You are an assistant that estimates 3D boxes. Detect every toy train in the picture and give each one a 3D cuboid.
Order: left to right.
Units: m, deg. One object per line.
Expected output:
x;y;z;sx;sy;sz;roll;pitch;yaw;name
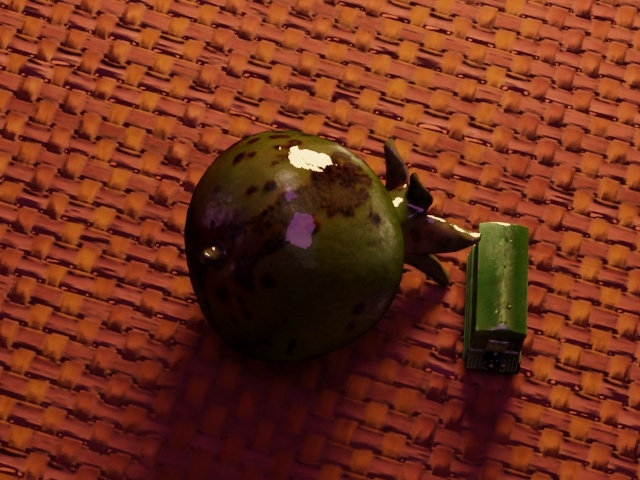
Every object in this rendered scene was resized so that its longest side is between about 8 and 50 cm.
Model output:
0.112;0.035;1.084;0.038;0.056;0.093;6;62;-1;toy train

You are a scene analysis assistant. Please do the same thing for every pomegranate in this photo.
-0.001;-0.004;1.052;0.169;0.148;0.148;-30;70;-26;pomegranate
